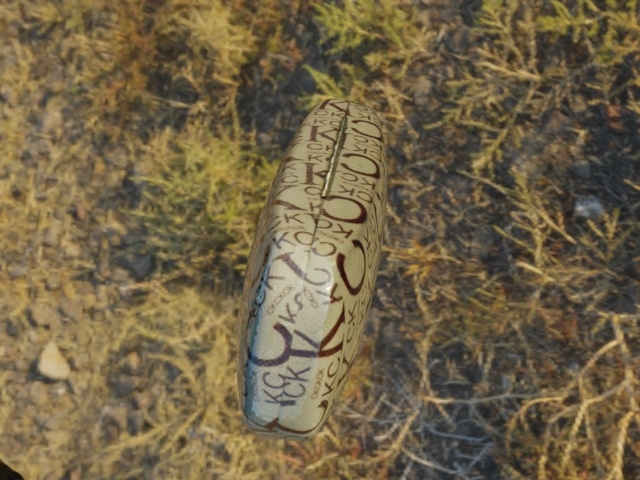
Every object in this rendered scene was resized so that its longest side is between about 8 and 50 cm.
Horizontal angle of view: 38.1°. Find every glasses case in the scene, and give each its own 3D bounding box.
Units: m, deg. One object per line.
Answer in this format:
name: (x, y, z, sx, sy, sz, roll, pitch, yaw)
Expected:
glasses case: (0.000, 0.000, 0.649, 0.354, 0.085, 0.137, -77, -2, -65)

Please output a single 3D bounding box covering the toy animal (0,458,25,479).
toy animal: (-0.316, 0.259, 0.653, 0.194, 0.344, 0.302, -1, 104, 6)
